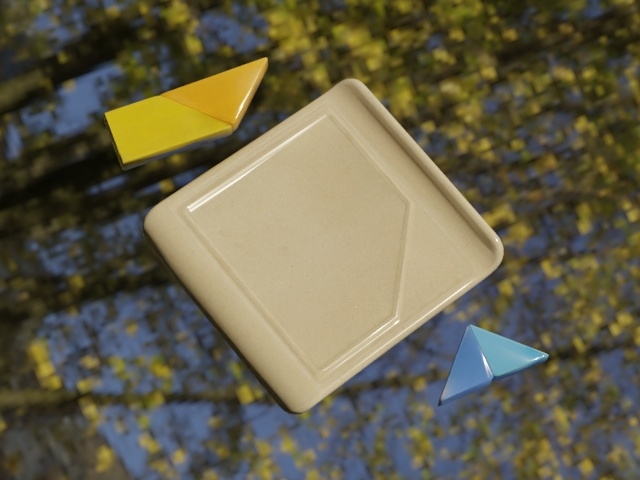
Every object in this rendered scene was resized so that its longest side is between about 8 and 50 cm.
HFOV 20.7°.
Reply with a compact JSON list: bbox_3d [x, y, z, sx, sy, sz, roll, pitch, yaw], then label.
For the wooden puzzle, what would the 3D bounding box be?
[{"bbox_3d":[0.000,0.000,0.460,0.116,0.078,0.014,56,-14,17],"label":"wooden puzzle"}]
